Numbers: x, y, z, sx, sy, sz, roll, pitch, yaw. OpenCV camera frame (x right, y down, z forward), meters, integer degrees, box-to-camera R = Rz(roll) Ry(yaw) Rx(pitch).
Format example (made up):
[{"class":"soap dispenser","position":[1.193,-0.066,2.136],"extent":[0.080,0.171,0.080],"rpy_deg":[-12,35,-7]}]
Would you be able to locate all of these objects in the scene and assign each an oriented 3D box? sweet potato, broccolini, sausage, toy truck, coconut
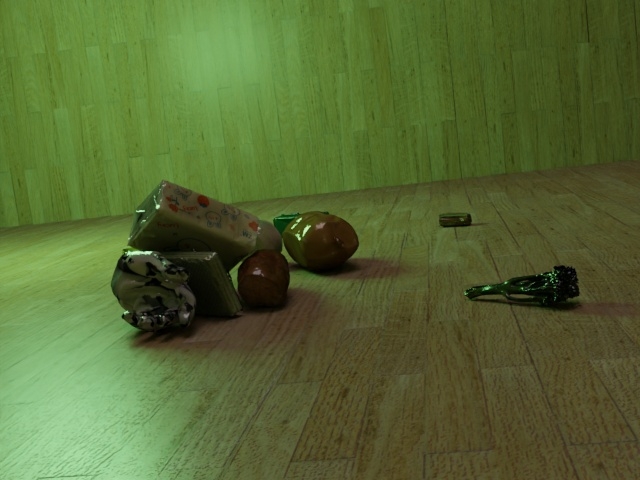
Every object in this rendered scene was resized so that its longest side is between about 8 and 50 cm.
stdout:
[{"class":"sweet potato","position":[-0.103,0.063,1.603],"extent":[0.097,0.097,0.251],"rpy_deg":[-7,10,-1]},{"class":"broccolini","position":[0.308,0.082,1.344],"extent":[0.074,0.058,0.201],"rpy_deg":[5,-18,-40]},{"class":"sausage","position":[0.000,0.000,1.870],"extent":[0.136,0.120,0.241],"rpy_deg":[-20,10,-8]},{"class":"toy truck","position":[-0.048,-0.046,2.449],"extent":[0.147,0.065,0.079],"rpy_deg":[-3,11,27]},{"class":"coconut","position":[-0.140,0.006,1.982],"extent":[0.110,0.110,0.124],"rpy_deg":[-5,12,13]}]

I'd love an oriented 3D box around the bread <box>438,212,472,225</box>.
[{"class":"bread","position":[0.350,-0.055,2.281],"extent":[0.083,0.036,0.047],"rpy_deg":[0,7,29]}]

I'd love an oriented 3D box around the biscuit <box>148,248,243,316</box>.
[{"class":"biscuit","position":[-0.230,0.074,1.524],"extent":[0.199,0.121,0.040],"rpy_deg":[-1,28,42]}]

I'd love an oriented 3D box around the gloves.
[{"class":"gloves","position":[-0.268,0.093,1.453],"extent":[0.212,0.127,0.111],"rpy_deg":[34,-10,36]}]

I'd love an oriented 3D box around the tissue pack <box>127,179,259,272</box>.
[{"class":"tissue pack","position":[-0.230,-0.016,1.593],"extent":[0.196,0.092,0.148],"rpy_deg":[20,-36,-26]}]

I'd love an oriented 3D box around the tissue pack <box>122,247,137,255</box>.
[{"class":"tissue pack","position":[-0.389,0.039,2.137],"extent":[0.176,0.062,0.095],"rpy_deg":[-8,8,-15]}]
